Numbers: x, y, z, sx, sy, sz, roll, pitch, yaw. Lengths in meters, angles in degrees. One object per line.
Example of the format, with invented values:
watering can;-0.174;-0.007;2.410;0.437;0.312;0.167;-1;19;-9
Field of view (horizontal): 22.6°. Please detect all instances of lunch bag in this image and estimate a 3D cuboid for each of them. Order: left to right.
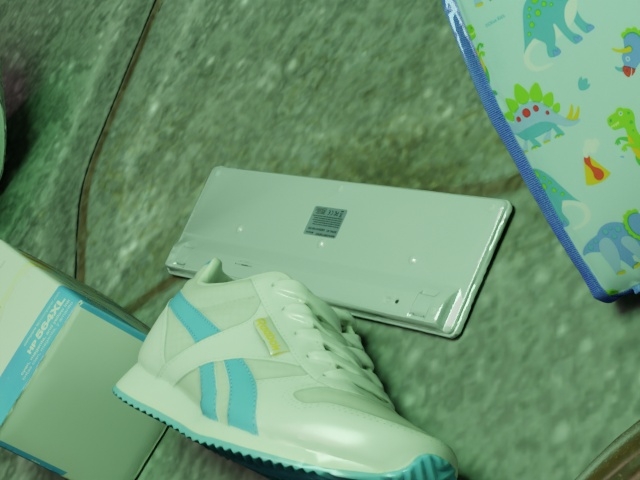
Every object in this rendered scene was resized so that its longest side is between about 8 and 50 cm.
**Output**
lunch bag;0.143;-0.065;0.663;0.129;0.096;0.151;-30;73;34

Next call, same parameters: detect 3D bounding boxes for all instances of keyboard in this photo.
keyboard;0.000;0.000;0.853;0.256;0.014;0.072;10;66;52

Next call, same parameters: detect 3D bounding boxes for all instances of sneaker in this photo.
sneaker;-0.015;0.067;0.754;0.229;0.087;0.092;18;76;52

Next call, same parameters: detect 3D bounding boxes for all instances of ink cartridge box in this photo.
ink cartridge box;-0.154;0.068;0.911;0.090;0.092;0.143;-58;36;-2

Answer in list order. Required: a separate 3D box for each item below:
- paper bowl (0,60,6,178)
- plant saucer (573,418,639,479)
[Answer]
paper bowl;-0.359;-0.076;1.100;0.284;0.284;0.148;-42;39;21
plant saucer;0.153;0.161;0.515;0.311;0.050;0.310;-31;42;33
